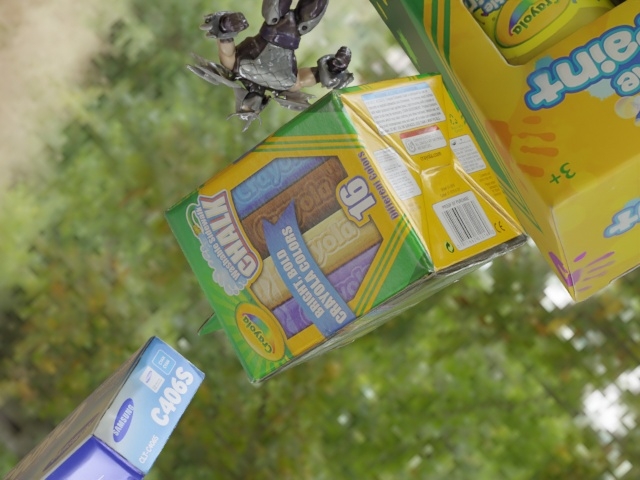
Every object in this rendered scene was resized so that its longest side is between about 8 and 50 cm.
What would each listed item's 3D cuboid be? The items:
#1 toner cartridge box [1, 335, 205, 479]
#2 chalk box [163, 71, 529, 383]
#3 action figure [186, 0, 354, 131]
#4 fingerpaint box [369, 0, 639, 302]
[{"bbox_3d":[-0.272,0.255,1.867,0.348,0.075,0.165,-42,-167,39],"label":"toner cartridge box"},{"bbox_3d":[0.000,0.000,1.136,0.213,0.132,0.132,-32,172,34],"label":"chalk box"},{"bbox_3d":[-0.036,-0.247,1.908,0.099,0.185,0.285,48,-62,52],"label":"action figure"},{"bbox_3d":[0.291,-0.226,1.363,0.445,0.371,0.163,-29,148,-1],"label":"fingerpaint box"}]
